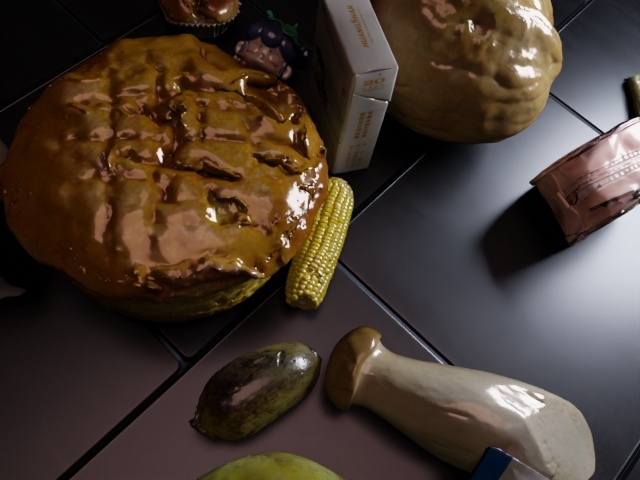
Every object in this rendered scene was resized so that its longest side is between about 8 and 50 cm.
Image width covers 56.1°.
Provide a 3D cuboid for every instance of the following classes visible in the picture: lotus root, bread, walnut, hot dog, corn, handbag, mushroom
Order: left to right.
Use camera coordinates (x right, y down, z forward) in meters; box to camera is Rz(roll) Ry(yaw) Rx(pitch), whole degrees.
[{"bbox_3d":[-0.191,-0.073,0.777,0.397,0.215,0.398,3,65,-6],"label":"bread"},{"bbox_3d":[-0.222,-0.451,1.027,0.131,0.069,0.253,-16,67,-12],"label":"hot dog"},{"bbox_3d":[-0.078,0.182,0.740,0.179,0.080,0.089,-30,73,-18],"label":"lotus root"},{"bbox_3d":[0.000,0.000,0.842,0.067,0.067,0.206,16,65,1],"label":"corn"},{"bbox_3d":[0.209,-0.293,0.902,0.312,0.252,0.277,14,52,-7],"label":"walnut"},{"bbox_3d":[0.173,0.210,0.737,0.350,0.128,0.128,22,65,9],"label":"mushroom"},{"bbox_3d":[0.417,-0.087,0.874,0.205,0.179,0.116,-25,77,-16],"label":"handbag"}]

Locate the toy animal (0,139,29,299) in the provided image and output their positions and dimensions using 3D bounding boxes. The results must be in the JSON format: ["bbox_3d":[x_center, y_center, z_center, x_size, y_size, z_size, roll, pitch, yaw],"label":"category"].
[{"bbox_3d":[-0.466,-0.040,0.749,0.165,0.187,0.235,3,63,-43],"label":"toy animal"}]

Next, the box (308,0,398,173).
[{"bbox_3d":[0.037,-0.220,0.856,0.067,0.233,0.150,-15,67,-12],"label":"box"}]

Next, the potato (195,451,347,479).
[{"bbox_3d":[-0.050,0.353,0.593,0.330,0.213,0.280,-26,71,-18],"label":"potato"}]

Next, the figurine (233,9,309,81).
[{"bbox_3d":[-0.104,-0.279,0.946,0.111,0.102,0.195,38,69,-2],"label":"figurine"}]

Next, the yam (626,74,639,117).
[{"bbox_3d":[0.550,-0.240,1.038,0.033,0.027,0.130,3,64,-6],"label":"yam"}]

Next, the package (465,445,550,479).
[{"bbox_3d":[0.226,0.337,0.679,0.173,0.027,0.171,30,110,9],"label":"package"}]
